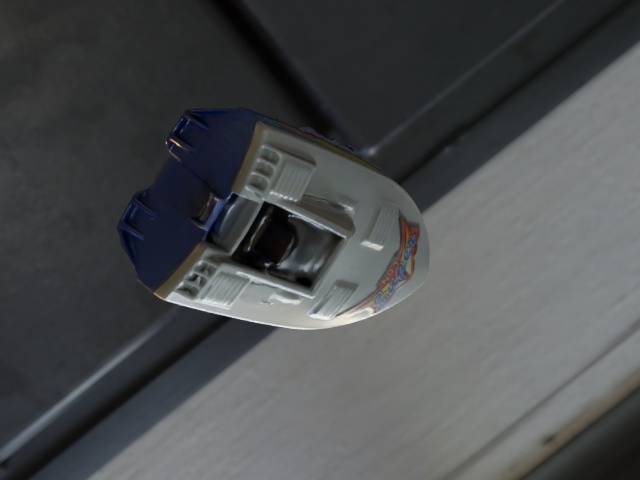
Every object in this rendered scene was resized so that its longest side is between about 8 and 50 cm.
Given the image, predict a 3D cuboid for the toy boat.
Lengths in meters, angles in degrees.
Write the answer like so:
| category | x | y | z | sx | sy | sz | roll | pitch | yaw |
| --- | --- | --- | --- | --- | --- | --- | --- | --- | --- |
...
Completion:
| category | x | y | z | sx | sy | sz | roll | pitch | yaw |
| --- | --- | --- | --- | --- | --- | --- | --- | --- | --- |
| toy boat | 0.000 | 0.000 | 1.008 | 0.088 | 0.129 | 0.295 | 37 | -170 | 31 |
